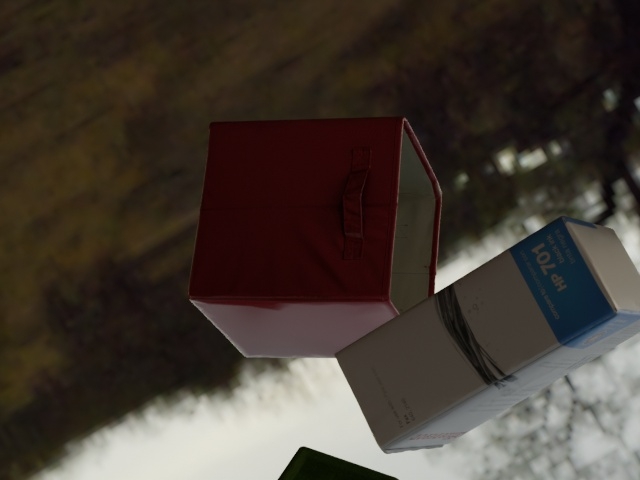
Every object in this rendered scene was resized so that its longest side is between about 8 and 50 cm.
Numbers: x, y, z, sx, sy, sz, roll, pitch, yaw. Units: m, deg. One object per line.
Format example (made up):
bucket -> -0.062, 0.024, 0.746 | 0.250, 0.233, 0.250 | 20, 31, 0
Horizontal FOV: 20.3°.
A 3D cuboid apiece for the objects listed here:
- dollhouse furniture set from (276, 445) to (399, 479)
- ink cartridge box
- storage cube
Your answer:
dollhouse furniture set -> 0.079, 0.335, 1.516 | 0.151, 0.301, 0.197 | -44, 148, -61
ink cartridge box -> 0.126, 0.068, 1.247 | 0.190, 0.082, 0.139 | -31, 165, 18
storage cube -> 0.000, 0.000, 1.702 | 0.193, 0.184, 0.215 | -1, 159, 16
